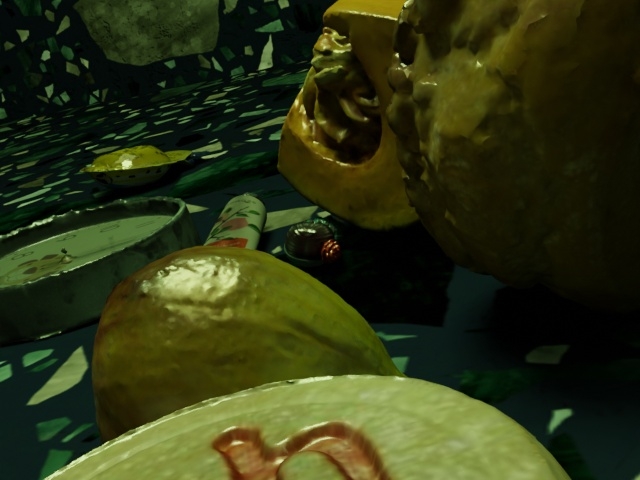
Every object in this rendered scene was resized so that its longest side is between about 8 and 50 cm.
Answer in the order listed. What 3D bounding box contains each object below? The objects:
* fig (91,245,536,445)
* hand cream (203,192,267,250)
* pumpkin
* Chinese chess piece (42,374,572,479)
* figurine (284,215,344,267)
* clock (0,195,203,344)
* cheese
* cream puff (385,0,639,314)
[{"bbox_3d":[-0.003,0.092,0.514,0.256,0.159,0.159,12,23,11],"label":"fig"},{"bbox_3d":[-0.099,0.008,0.972,0.080,0.050,0.234,-7,24,10],"label":"hand cream"},{"bbox_3d":[0.111,-0.146,0.905,0.256,0.303,0.225,39,49,14],"label":"pumpkin"},{"bbox_3d":[-0.023,0.156,0.330,0.269,0.112,0.270,-14,16,4],"label":"Chinese chess piece"},{"bbox_3d":[0.000,0.000,0.914,0.059,0.047,0.106,12,14,10],"label":"figurine"},{"bbox_3d":[-0.290,0.026,1.027,0.312,0.062,0.313,-13,17,4],"label":"clock"},{"bbox_3d":[-0.290,-0.130,1.515,0.156,0.064,0.250,2,14,39],"label":"cheese"},{"bbox_3d":[0.200,-0.120,0.633,0.343,0.327,0.231,-49,44,-1],"label":"cream puff"}]
